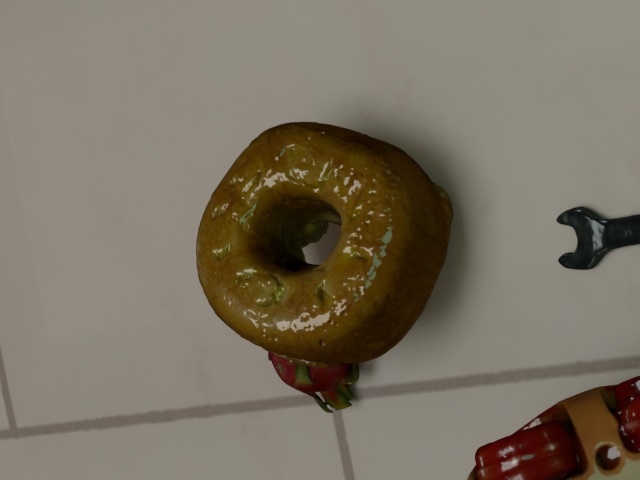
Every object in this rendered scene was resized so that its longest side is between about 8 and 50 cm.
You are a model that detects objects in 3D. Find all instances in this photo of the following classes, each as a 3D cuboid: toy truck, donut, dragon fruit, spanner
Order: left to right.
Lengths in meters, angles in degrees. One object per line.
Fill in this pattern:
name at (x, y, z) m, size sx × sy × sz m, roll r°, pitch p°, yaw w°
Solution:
dragon fruit at (-0.005, 0.103, 1.787) m, size 0.086 × 0.081 × 0.116 m, roll 14°, pitch 135°, yaw 36°
donut at (0.000, 0.002, 1.695) m, size 0.226 × 0.114 × 0.227 m, roll -9°, pitch 70°, yaw 24°
toy truck at (0.227, 0.214, 1.538) m, size 0.265 × 0.239 × 0.189 m, roll -21°, pitch 82°, yaw 2°
spanner at (0.286, -0.017, 1.531) m, size 0.254 × 0.015 × 0.054 m, roll -12°, pitch 89°, yaw 44°
